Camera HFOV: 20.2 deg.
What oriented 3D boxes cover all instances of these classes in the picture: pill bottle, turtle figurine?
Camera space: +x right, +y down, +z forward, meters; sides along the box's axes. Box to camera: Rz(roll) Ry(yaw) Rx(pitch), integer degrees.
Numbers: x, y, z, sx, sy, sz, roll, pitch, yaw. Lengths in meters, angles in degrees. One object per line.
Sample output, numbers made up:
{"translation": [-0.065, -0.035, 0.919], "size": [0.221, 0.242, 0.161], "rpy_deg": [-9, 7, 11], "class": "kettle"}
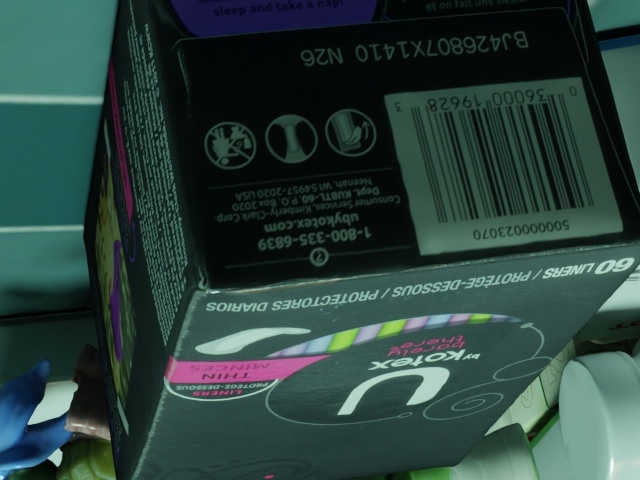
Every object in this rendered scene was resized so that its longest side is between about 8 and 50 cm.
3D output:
{"translation": [0.207, 0.080, 0.874], "size": [0.169, 0.094, 0.094], "rpy_deg": [-7, 158, -12], "class": "pill bottle"}
{"translation": [-0.025, 0.158, 0.923], "size": [0.266, 0.275, 0.198], "rpy_deg": [-16, -173, -4], "class": "turtle figurine"}

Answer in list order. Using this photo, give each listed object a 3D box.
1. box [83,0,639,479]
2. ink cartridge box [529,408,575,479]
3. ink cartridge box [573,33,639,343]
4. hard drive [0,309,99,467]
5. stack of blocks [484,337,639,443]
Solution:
{"translation": [0.000, 0.000, 0.722], "size": [0.165, 0.143, 0.270], "rpy_deg": [-6, 158, -14], "class": "box"}
{"translation": [0.256, 0.150, 1.017], "size": [0.278, 0.117, 0.201], "rpy_deg": [-7, 158, -13], "class": "ink cartridge box"}
{"translation": [0.187, -0.027, 0.834], "size": [0.139, 0.082, 0.191], "rpy_deg": [-10, 160, -4], "class": "ink cartridge box"}
{"translation": [-0.116, 0.112, 1.077], "size": [0.203, 0.040, 0.307], "rpy_deg": [-5, 157, -16], "class": "hard drive"}
{"translation": [0.159, 0.093, 1.108], "size": [0.171, 0.087, 0.297], "rpy_deg": [-3, 157, -21], "class": "stack of blocks"}
